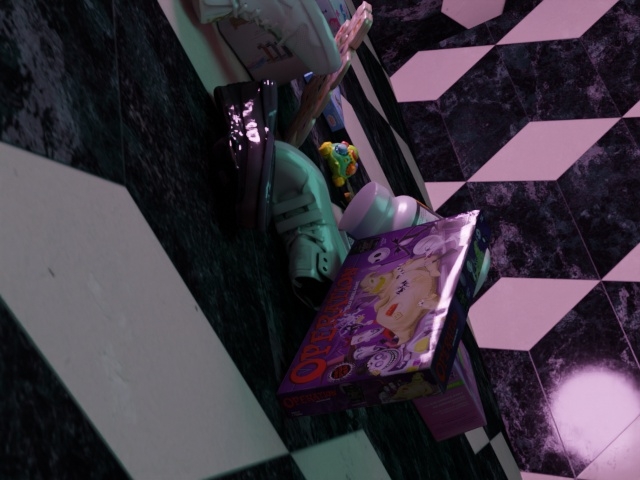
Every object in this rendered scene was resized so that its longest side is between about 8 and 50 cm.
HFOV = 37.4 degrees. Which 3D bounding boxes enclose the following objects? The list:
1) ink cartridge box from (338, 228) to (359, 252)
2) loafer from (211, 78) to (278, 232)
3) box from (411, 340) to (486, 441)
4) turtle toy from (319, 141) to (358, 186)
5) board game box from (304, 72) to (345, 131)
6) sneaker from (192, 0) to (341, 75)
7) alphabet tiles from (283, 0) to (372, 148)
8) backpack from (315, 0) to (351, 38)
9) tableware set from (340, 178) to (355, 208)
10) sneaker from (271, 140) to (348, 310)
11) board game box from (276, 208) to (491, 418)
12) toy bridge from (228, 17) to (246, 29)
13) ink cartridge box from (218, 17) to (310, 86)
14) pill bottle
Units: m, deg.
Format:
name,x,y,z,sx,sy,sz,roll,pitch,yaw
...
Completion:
name,x,y,z,sx,sy,sz,roll,pitch,yaw
ink cartridge box,0.069,0.095,1.668,0.333,0.065,0.165,70,13,16
loafer,-0.108,-0.118,1.279,0.303,0.095,0.109,-91,-174,-50
box,0.237,0.253,1.979,0.214,0.117,0.243,-96,159,-53
turtle toy,0.047,-0.175,2.037,0.130,0.066,0.095,-64,131,-74
board game box,0.007,-0.381,2.293,0.211,0.039,0.160,-93,157,-56
sneaker,-0.105,-0.354,1.473,0.293,0.169,0.108,56,-18,-3
alphabet tiles,0.011,-0.275,1.637,0.021,0.284,0.278,27,23,-12
backpack,-0.046,-0.454,1.887,0.253,0.191,0.225,-69,135,-80
tableware set,0.071,-0.057,2.045,0.154,0.024,0.104,-97,164,-55
sneaker,-0.026,-0.018,1.385,0.256,0.094,0.151,62,16,-21
board game box,0.093,0.086,1.225,0.056,0.208,0.347,58,32,-21
toy bridge,-0.174,-0.428,1.542,0.188,0.063,0.026,67,12,4
ink cartridge box,-0.091,-0.376,1.658,0.176,0.127,0.128,53,18,-52
pill bottle,0.182,0.011,1.857,0.278,0.162,0.162,32,24,-16
